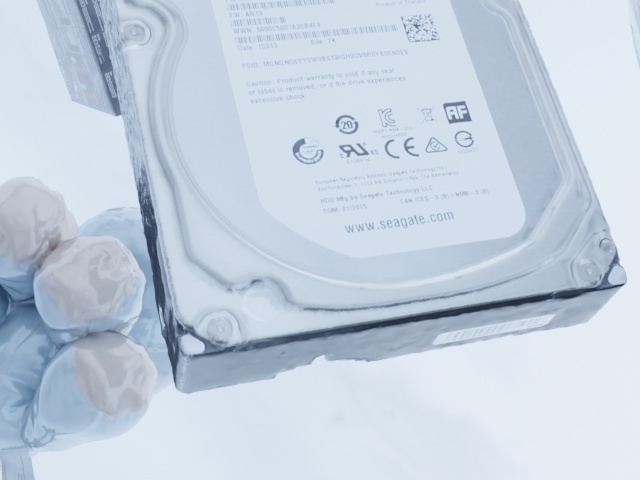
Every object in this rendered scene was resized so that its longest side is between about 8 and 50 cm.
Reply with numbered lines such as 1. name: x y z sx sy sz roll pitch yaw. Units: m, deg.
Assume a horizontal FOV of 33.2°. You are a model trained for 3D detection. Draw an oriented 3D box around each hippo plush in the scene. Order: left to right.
1. hippo plush: -0.176 0.086 0.903 0.236 0.234 0.294 -13 103 -55

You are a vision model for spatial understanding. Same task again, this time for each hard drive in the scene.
1. hard drive: 0.004 -0.099 0.602 0.236 0.064 0.339 -7 64 -15

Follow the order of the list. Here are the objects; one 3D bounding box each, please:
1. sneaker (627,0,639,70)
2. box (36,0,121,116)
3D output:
1. sneaker: 0.328 -0.062 0.771 0.146 0.104 0.296 -14 76 13
2. box: -0.344 -0.342 1.531 0.076 0.242 0.308 -24 111 -21
